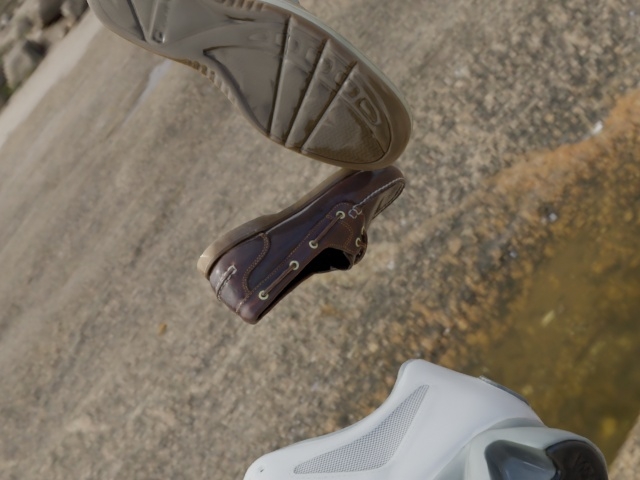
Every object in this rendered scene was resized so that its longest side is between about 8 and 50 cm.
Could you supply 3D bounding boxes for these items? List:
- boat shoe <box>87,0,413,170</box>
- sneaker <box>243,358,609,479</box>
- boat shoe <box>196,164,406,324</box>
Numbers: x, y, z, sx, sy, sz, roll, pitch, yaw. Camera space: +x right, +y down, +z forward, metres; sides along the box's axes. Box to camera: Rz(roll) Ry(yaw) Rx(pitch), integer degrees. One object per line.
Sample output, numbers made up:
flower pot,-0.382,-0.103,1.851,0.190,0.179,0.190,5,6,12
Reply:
boat shoe,-0.049,-0.167,0.746,0.109,0.302,0.098,-64,-8,33
sneaker,-0.018,0.193,0.453,0.330,0.122,0.146,-39,37,-14
boat shoe,0.000,0.000,0.731,0.207,0.073,0.073,-33,-25,-28
